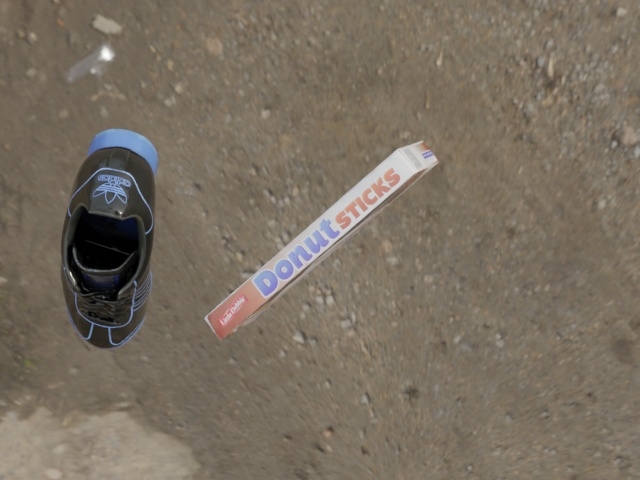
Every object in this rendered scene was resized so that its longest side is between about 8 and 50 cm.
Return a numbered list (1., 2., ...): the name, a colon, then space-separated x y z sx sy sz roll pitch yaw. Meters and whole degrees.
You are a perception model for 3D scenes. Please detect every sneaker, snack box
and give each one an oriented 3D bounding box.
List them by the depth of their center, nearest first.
1. snack box: 0.000 0.000 0.658 0.178 0.064 0.022 -41 86 21
2. sneaker: -0.176 0.024 0.803 0.081 0.232 0.090 9 43 -5
